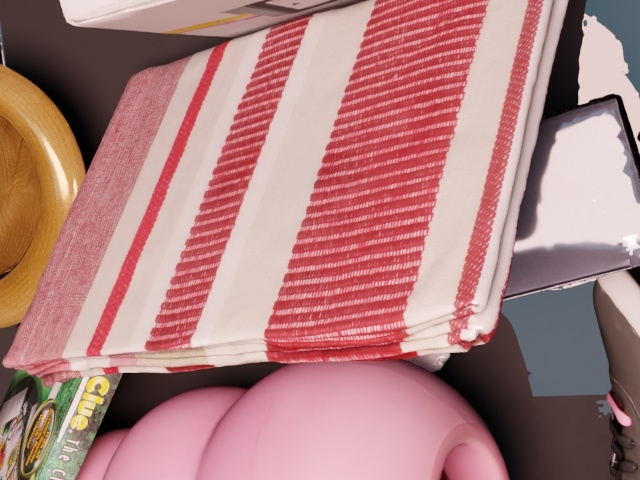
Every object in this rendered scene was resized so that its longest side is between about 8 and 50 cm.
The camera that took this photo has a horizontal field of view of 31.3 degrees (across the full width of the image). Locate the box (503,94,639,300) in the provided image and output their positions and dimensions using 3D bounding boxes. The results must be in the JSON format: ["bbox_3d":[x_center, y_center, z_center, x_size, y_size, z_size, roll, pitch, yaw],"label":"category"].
[{"bbox_3d":[0.115,-0.022,0.679,0.156,0.158,0.093,-16,94,17],"label":"box"}]

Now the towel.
[{"bbox_3d":[-0.024,-0.035,0.636,0.329,0.037,0.237,-9,52,38],"label":"towel"}]

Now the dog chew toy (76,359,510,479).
[{"bbox_3d":[-0.048,0.181,0.739,0.332,0.206,0.207,-10,96,33],"label":"dog chew toy"}]

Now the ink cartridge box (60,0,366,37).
[{"bbox_3d":[-0.019,-0.232,0.625,0.197,0.270,0.198,-13,94,17],"label":"ink cartridge box"}]

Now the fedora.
[{"bbox_3d":[-0.233,-0.035,0.815,0.194,0.079,0.194,5,105,18],"label":"fedora"}]

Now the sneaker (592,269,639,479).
[{"bbox_3d":[0.195,0.167,0.712,0.147,0.104,0.296,-24,96,12],"label":"sneaker"}]

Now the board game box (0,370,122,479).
[{"bbox_3d":[-0.188,0.123,0.780,0.030,0.136,0.260,23,93,-26],"label":"board game box"}]

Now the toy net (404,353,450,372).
[{"bbox_3d":[0.000,0.000,0.776,0.232,0.045,0.122,36,104,6],"label":"toy net"}]
